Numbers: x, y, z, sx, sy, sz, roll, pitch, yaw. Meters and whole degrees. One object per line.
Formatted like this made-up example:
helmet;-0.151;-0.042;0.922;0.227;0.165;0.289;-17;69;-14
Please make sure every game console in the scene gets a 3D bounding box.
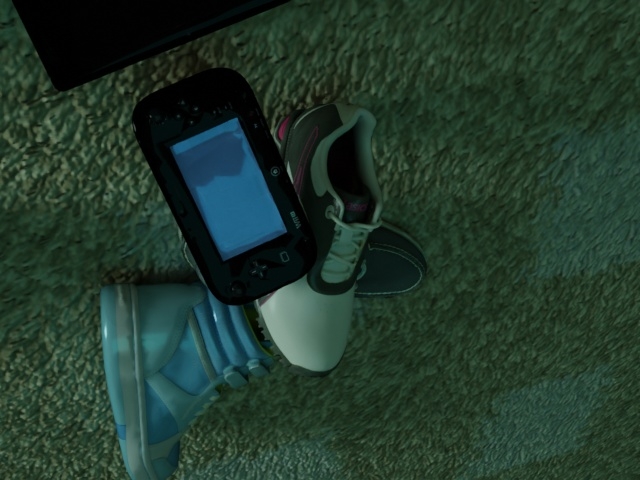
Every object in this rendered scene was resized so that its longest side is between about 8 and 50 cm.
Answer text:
game console;-0.095;-0.120;0.601;0.213;0.044;0.361;-22;108;3

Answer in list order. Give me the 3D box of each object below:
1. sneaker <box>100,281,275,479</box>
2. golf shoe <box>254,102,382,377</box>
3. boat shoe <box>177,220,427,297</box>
sneaker;-0.142;0.176;0.874;0.208;0.127;0.318;-8;132;-14
golf shoe;0.000;0.000;0.700;0.105;0.120;0.272;1;88;-29
boat shoe;-0.003;0.033;0.824;0.320;0.099;0.116;12;123;-30
